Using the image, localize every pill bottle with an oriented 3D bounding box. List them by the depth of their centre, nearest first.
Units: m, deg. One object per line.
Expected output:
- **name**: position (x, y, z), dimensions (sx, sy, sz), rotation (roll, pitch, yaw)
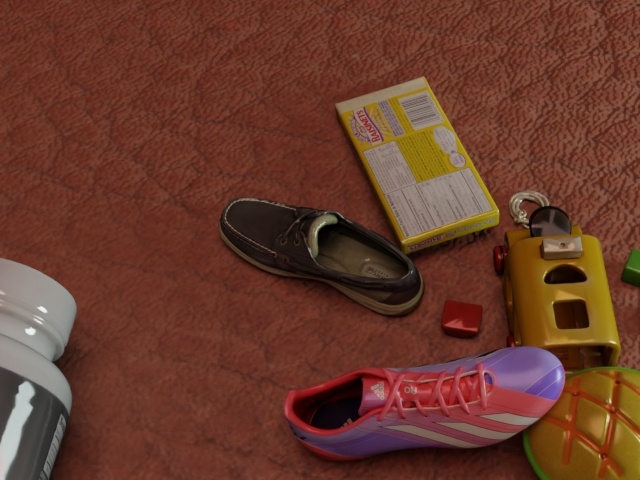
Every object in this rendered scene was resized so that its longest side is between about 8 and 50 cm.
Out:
- **pill bottle**: position (-0.320, 0.181, 1.037), dimensions (0.176, 0.176, 0.319), rotation (8, 60, 8)

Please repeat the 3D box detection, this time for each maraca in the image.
- **maraca**: position (0.270, 0.165, 1.053), dimensions (0.185, 0.099, 0.127), rotation (-16, 61, -6)

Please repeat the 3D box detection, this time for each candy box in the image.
- **candy box**: position (0.097, -0.082, 1.241), dimensions (0.105, 0.027, 0.206), rotation (-19, 53, -5)

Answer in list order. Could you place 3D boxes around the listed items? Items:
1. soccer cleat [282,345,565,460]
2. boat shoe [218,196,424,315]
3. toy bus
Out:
- **soccer cleat**: position (0.088, 0.140, 1.045), dimensions (0.248, 0.095, 0.083), rotation (-15, 59, 20)
- **boat shoe**: position (0.000, 0.001, 1.182), dimensions (0.223, 0.073, 0.080), rotation (24, 63, 16)
- **toy bus**: position (0.223, 0.035, 1.131), dimensions (0.202, 0.104, 0.191), rotation (36, 67, 21)
